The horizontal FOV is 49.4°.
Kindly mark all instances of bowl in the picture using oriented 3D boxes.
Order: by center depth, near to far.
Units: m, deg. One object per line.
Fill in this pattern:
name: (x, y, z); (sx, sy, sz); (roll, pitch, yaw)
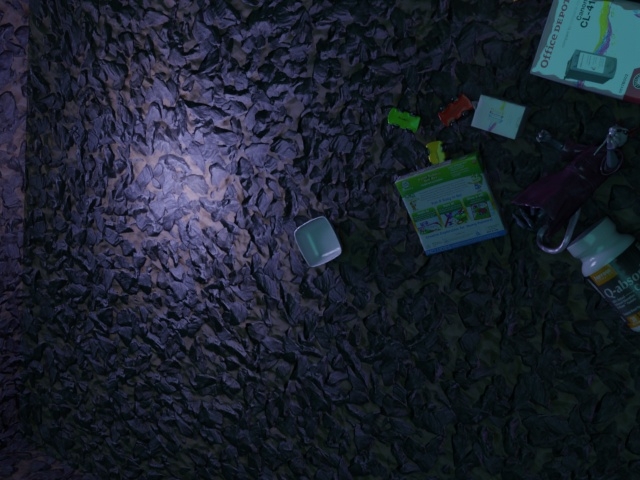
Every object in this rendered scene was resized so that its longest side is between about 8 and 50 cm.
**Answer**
bowl: (0.000, 0.000, 2.217); (0.142, 0.053, 0.142); (-26, 90, 29)

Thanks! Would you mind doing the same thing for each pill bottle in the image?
pill bottle: (0.777, 0.084, 1.786); (0.278, 0.162, 0.162); (50, 118, 8)

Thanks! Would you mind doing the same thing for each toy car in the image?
toy car: (0.303, -0.327, 1.991); (0.225, 0.053, 0.239); (24, 111, 20)

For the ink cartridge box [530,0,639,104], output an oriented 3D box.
ink cartridge box: (0.704, -0.476, 1.713); (0.306, 0.131, 0.226); (21, 110, 20)

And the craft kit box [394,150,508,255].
craft kit box: (0.372, -0.101, 1.976); (0.250, 0.061, 0.246); (-16, 111, 28)

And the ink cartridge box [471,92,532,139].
ink cartridge box: (0.479, -0.339, 1.878); (0.143, 0.092, 0.090); (22, 111, 22)

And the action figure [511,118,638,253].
action figure: (0.672, -0.152, 1.770); (0.370, 0.248, 0.276); (-41, 117, 4)
